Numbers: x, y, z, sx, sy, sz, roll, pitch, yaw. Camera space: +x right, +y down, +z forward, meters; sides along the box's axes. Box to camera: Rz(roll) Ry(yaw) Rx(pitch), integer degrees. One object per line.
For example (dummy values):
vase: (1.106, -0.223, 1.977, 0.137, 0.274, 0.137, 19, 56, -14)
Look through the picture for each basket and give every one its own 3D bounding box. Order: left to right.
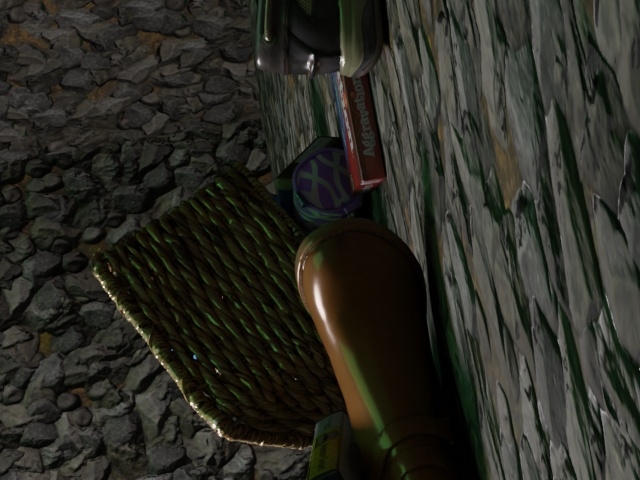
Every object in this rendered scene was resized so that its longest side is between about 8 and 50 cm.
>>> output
basket: (-0.086, 0.105, 2.012, 0.299, 0.223, 0.213, 47, 165, 31)

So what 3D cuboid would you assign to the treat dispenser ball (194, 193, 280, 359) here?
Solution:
treat dispenser ball: (-0.101, 0.074, 2.479, 0.288, 0.288, 0.288, 170, 90, -87)

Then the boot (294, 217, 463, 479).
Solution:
boot: (0.057, 0.139, 1.479, 0.220, 0.109, 0.283, -102, 1, -48)

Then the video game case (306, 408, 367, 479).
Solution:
video game case: (0.067, 0.296, 1.565, 0.275, 0.035, 0.248, 62, -176, -5)

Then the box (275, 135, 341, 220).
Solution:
box: (0.000, 0.000, 2.194, 0.136, 0.036, 0.225, -49, -43, -55)

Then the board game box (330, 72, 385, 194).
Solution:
board game box: (0.023, -0.192, 1.801, 0.145, 0.027, 0.281, 134, 126, -84)

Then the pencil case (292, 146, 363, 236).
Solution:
pencil case: (0.014, -0.028, 2.015, 0.088, 0.086, 0.206, 44, 166, 16)

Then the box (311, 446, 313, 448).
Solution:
box: (0.033, 0.200, 2.135, 0.179, 0.105, 0.043, -103, 5, -51)

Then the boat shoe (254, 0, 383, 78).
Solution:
boat shoe: (-0.034, -0.309, 1.514, 0.132, 0.130, 0.355, -136, 36, -84)
